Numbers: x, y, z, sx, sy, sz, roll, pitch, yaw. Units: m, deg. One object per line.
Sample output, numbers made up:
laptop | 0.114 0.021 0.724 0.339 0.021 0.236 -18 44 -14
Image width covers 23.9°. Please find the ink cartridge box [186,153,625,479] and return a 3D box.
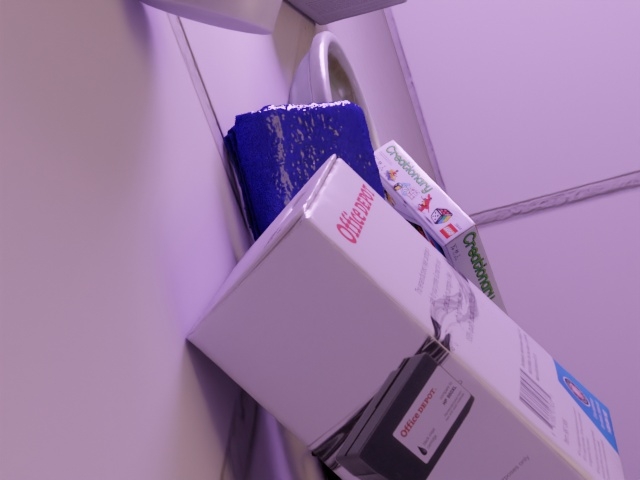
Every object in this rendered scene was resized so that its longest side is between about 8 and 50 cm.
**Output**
ink cartridge box | 0.090 0.128 1.431 0.395 0.166 0.285 43 14 -4

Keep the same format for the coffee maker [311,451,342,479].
coffee maker | 0.059 0.287 1.714 0.171 0.120 0.178 -24 101 -44

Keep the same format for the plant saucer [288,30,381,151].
plant saucer | 0.022 -0.071 1.986 0.400 0.100 0.400 -15 90 -80

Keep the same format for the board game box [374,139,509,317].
board game box | 0.165 0.027 1.985 0.193 0.053 0.305 50 -9 40

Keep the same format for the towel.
towel | 0.000 0.000 1.695 0.228 0.076 0.308 -10 87 -55

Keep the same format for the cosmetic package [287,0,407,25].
cosmetic package | 0.004 -0.481 2.285 0.453 0.161 0.230 4 72 -79

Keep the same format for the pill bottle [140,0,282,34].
pill bottle | -0.076 -0.349 1.432 0.160 0.160 0.283 4 100 -79
